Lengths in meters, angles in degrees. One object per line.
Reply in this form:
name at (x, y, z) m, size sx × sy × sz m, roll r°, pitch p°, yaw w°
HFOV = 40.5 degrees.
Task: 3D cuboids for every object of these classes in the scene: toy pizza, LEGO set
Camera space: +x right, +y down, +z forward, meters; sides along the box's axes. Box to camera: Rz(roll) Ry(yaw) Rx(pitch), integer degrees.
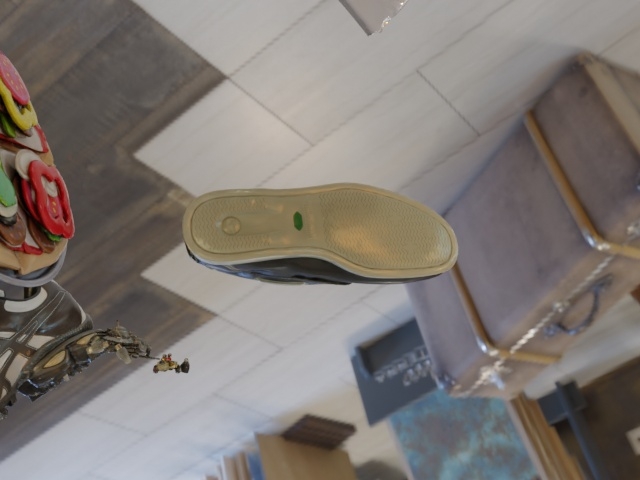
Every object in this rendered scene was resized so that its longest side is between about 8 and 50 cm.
toy pizza at (-0.211, -0.067, 0.554) m, size 0.032 × 0.201 × 0.201 m, roll -22°, pitch 141°, yaw 8°
LEGO set at (-0.122, 0.068, 0.569) m, size 0.083 × 0.023 × 0.054 m, roll 9°, pitch 179°, yaw 16°

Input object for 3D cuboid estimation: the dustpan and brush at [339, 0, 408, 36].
dustpan and brush at (0.060, -0.258, 0.555) m, size 0.211 × 0.060 × 0.147 m, roll -44°, pitch 131°, yaw 6°

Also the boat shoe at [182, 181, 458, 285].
boat shoe at (0.000, 0.000, 0.746) m, size 0.233 × 0.084 × 0.079 m, roll 3°, pitch 159°, yaw -6°

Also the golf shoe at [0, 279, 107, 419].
golf shoe at (-0.248, 0.089, 0.615) m, size 0.077 × 0.094 × 0.198 m, roll -30°, pitch -177°, yaw 36°
